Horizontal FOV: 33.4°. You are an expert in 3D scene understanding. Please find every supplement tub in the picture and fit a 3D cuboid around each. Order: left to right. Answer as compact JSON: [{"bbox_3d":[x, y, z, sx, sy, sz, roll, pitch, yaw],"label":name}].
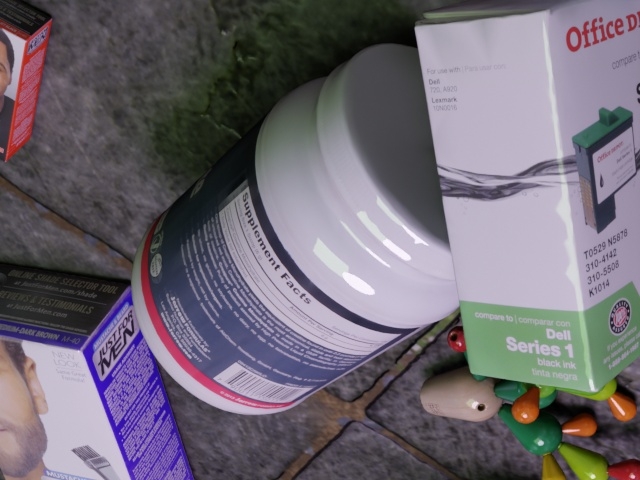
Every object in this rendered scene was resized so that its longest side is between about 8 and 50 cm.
[{"bbox_3d":[0.000,0.000,0.787,0.191,0.191,0.272,42,133,-12],"label":"supplement tub"}]

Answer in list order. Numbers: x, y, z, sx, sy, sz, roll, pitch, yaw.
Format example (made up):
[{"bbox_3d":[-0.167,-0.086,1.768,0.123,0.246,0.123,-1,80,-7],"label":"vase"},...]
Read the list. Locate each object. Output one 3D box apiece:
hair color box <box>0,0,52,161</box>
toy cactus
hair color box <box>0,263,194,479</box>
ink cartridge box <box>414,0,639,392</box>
[{"bbox_3d":[-0.277,-0.141,0.905,0.072,0.043,0.141,28,134,3],"label":"hair color box"},{"bbox_3d":[0.162,0.136,0.902,0.180,0.112,0.219,-14,130,46],"label":"toy cactus"},{"bbox_3d":[-0.261,0.192,1.141,0.185,0.110,0.339,7,129,22],"label":"hair color box"},{"bbox_3d":[0.153,-0.044,0.646,0.092,0.160,0.220,4,112,44],"label":"ink cartridge box"}]
